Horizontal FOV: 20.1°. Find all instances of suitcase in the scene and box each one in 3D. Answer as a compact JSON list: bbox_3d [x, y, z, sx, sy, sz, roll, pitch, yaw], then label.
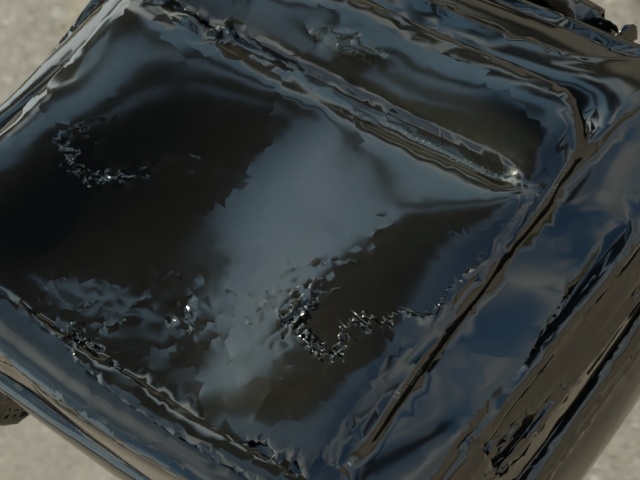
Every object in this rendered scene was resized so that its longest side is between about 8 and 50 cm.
[{"bbox_3d":[0.000,0.000,0.896,0.345,0.188,0.339,28,72,33],"label":"suitcase"}]
